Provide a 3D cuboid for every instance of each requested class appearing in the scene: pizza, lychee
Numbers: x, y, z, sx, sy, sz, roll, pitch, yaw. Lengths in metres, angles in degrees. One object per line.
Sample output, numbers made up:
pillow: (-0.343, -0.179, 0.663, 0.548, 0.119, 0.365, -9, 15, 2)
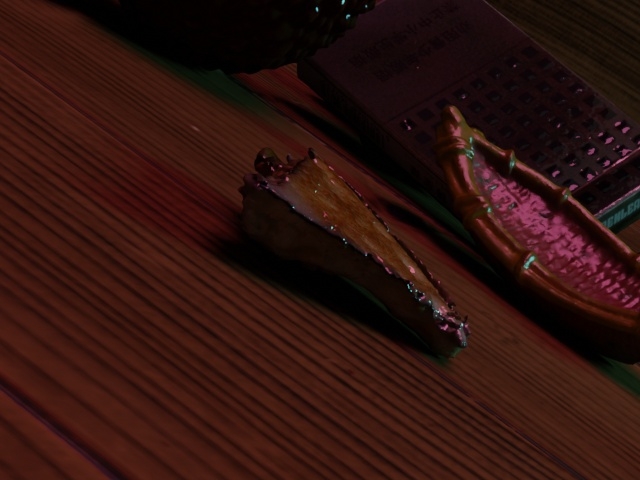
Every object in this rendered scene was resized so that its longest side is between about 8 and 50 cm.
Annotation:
pizza: (0.000, 0.000, 1.187, 0.185, 0.052, 0.195, 46, 11, 28)
lychee: (-0.075, -0.269, 1.683, 0.264, 0.300, 0.264, -12, 90, -71)

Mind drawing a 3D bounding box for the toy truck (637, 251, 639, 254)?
toy truck: (0.307, 0.045, 1.899, 0.054, 0.049, 0.083, 37, 12, 16)

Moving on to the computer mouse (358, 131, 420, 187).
computer mouse: (0.111, -0.085, 1.824, 0.172, 0.057, 0.099, 17, 51, 10)

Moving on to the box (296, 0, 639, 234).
box: (0.147, -0.109, 1.774, 0.325, 0.180, 0.047, 44, -28, 30)

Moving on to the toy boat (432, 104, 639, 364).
toy boat: (0.200, 0.010, 1.577, 0.318, 0.099, 0.141, 39, 32, 31)
